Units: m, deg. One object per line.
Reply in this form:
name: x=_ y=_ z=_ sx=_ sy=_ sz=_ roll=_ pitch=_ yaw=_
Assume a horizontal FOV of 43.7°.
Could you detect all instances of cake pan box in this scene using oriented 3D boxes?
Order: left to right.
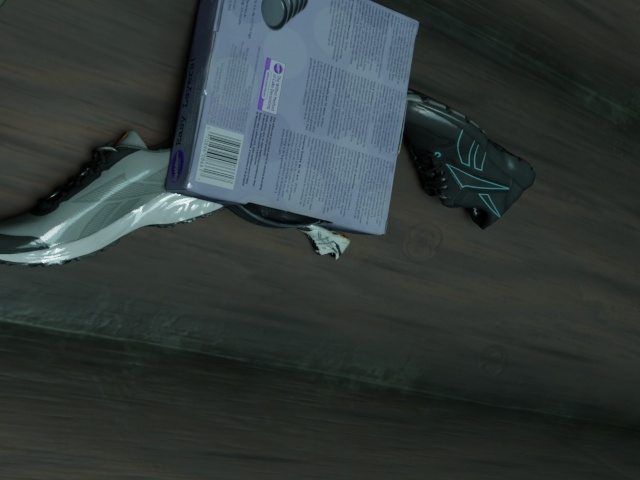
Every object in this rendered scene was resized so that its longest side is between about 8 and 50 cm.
cake pan box: x=-0.023 y=-0.144 z=0.850 sx=0.246 sy=0.070 sz=0.266 roll=11 pitch=86 yaw=-31

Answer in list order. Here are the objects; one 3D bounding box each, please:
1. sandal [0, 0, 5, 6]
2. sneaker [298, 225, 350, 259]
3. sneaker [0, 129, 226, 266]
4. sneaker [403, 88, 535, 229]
sandal: x=-0.365 y=-0.194 z=0.698 sx=0.180 sy=0.072 sz=0.049 roll=-19 pitch=141 yaw=-25
sneaker: x=0.000 y=0.000 z=0.999 sx=0.083 sy=0.032 sz=0.037 roll=25 pitch=98 yaw=-34
sneaker: x=-0.226 y=-0.049 z=0.824 sx=0.272 sy=0.100 sz=0.107 roll=-23 pitch=112 yaw=-25
sneaker: x=0.168 y=-0.099 z=1.005 sx=0.267 sy=0.101 sz=0.106 roll=28 pitch=99 yaw=-35
